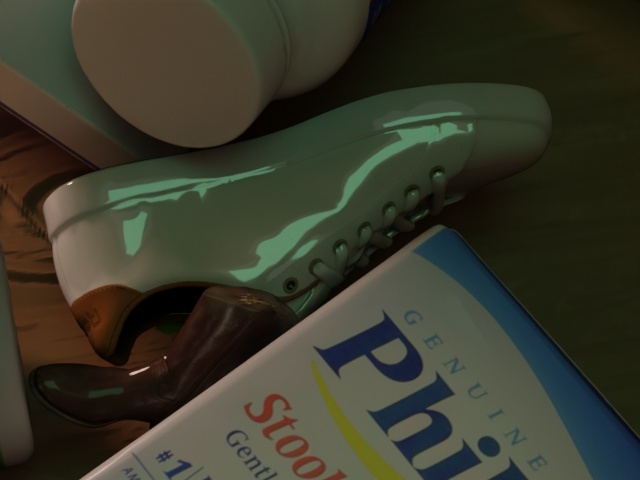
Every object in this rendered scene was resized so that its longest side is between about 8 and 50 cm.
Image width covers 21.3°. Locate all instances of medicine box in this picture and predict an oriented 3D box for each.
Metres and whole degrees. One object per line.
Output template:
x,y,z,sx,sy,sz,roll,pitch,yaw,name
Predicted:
0.028,0.187,0.854,0.289,0.149,0.263,-36,75,-18,medicine box

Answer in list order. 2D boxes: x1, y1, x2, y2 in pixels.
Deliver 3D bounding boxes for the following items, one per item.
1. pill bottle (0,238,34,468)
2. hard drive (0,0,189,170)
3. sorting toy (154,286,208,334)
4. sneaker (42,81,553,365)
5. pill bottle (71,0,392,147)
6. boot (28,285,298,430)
-0.280,0.069,0.880,0.246,0.136,0.136,-9,68,-10,pill bottle
-0.128,-0.213,0.996,0.040,0.210,0.318,-9,60,36,hard drive
-0.058,0.031,0.987,0.083,0.012,0.062,-6,65,-8,sorting toy
0.000,0.000,0.951,0.290,0.106,0.123,-16,70,-2,sneaker
-0.024,-0.175,0.964,0.152,0.152,0.272,28,48,6,pill bottle
-0.080,0.055,0.875,0.106,0.114,0.037,15,46,-30,boot
